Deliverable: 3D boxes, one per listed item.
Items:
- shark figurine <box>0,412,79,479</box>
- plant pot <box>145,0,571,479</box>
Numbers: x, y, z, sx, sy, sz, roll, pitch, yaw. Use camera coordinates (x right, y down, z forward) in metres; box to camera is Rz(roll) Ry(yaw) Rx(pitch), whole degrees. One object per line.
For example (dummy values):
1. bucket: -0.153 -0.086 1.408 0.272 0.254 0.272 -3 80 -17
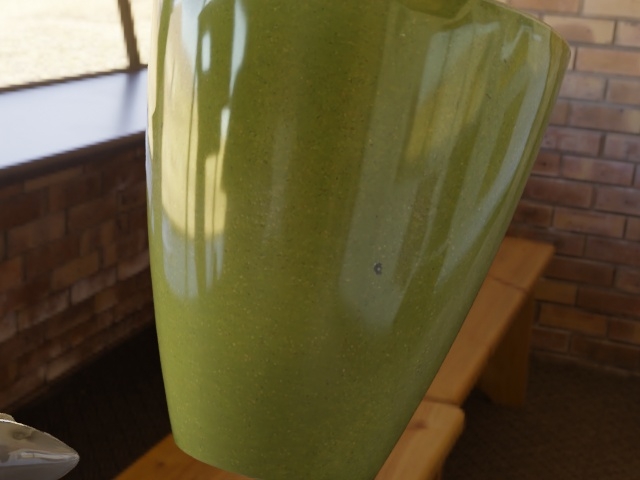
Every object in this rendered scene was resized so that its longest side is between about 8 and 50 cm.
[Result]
1. shark figurine: -0.266 0.176 0.499 0.166 0.278 0.116 28 34 -23
2. plant pot: 0.000 0.000 0.630 0.274 0.294 0.275 11 0 0
